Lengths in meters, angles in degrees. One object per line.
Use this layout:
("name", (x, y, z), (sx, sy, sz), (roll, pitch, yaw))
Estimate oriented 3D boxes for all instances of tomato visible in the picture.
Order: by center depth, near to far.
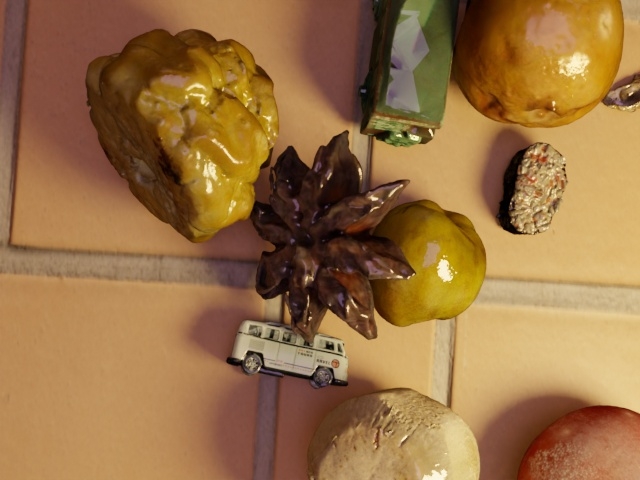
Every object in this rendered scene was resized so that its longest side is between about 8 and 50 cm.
("tomato", (0.446, 0.390, 1.388), (0.270, 0.227, 0.270), (0, 90, -8))

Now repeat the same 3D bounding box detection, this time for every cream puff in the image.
("cream puff", (-0.168, -0.174, 1.300), (0.291, 0.324, 0.257), (38, 63, 24))

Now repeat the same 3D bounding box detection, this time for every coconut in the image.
("coconut", (0.112, 0.339, 1.358), (0.245, 0.247, 0.245), (-1, 87, 23))

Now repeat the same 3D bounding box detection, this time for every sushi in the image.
("sushi", (0.345, -0.081, 1.468), (0.090, 0.078, 0.150), (16, 85, -5))

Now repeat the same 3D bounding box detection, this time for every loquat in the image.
("loquat", (0.338, -0.318, 1.391), (0.276, 0.276, 0.284), (17, 65, -5))

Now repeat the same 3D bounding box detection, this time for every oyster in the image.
("oyster", (0.521, -0.247, 1.525), (0.083, 0.038, 0.081), (-2, 61, 21))

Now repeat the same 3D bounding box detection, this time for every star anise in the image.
("star anise", (0.002, 0.000, 1.329), (0.117, 0.331, 0.332), (-8, 88, -49))

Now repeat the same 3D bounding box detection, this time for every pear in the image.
("pear", (0.159, 0.038, 1.391), (0.200, 0.200, 0.200), (0, 88, -6))

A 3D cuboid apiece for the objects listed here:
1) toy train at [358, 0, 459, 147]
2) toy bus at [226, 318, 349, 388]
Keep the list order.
("toy train", (0.140, -0.311, 1.418), (0.129, 0.159, 0.326), (9, 86, -7))
("toy bus", (-0.047, 0.178, 1.417), (0.194, 0.087, 0.089), (12, 77, -4))
